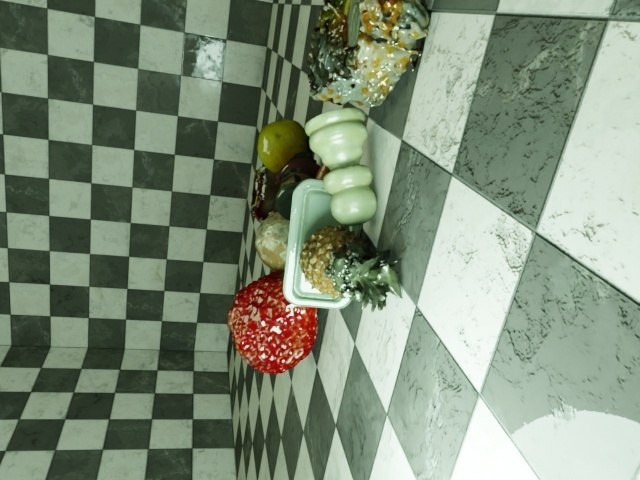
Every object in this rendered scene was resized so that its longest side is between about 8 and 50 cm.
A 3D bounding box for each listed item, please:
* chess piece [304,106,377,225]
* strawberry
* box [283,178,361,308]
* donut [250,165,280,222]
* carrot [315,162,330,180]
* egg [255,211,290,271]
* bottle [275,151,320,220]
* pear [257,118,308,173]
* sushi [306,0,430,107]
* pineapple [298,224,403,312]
[{"bbox_3d":[0.059,-0.158,1.241,0.144,0.144,0.251,144,115,-71],"label":"chess piece"},{"bbox_3d":[-0.147,0.235,1.639,0.310,0.291,0.292,84,178,-49],"label":"strawberry"},{"bbox_3d":[0.000,0.000,1.400,0.182,0.175,0.312,-125,41,-81],"label":"box"},{"bbox_3d":[-0.233,-0.200,2.412,0.345,0.136,0.259,-144,63,-75],"label":"donut"},{"bbox_3d":[0.038,-0.260,1.555,0.057,0.057,0.224,-106,28,-54],"label":"carrot"},{"bbox_3d":[-0.103,0.009,1.714,0.245,0.203,0.203,-148,64,-61],"label":"egg"},{"bbox_3d":[-0.068,-0.178,1.696,0.271,0.156,0.143,-86,4,-52],"label":"bottle"},{"bbox_3d":[-0.136,-0.335,1.974,0.200,0.200,0.200,-175,90,-75],"label":"pear"},{"bbox_3d":[0.092,-0.491,1.163,0.417,0.175,0.418,-175,90,-75],"label":"sushi"},{"bbox_3d":[0.063,0.061,1.144,0.340,0.169,0.169,-151,66,-71],"label":"pineapple"}]
